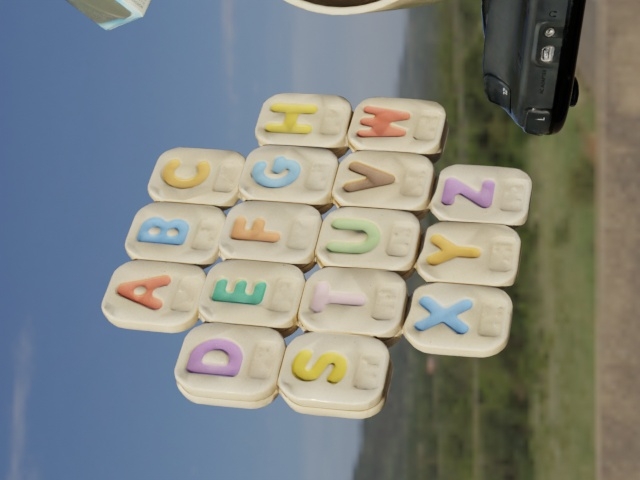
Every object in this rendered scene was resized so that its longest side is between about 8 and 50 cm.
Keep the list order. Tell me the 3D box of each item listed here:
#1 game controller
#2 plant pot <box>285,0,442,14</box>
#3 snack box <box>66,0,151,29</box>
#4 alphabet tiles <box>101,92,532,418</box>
[{"bbox_3d":[0.142,-0.224,0.998,0.166,0.067,0.319,-83,-4,-48],"label":"game controller"},{"bbox_3d":[0.097,-0.295,1.288,0.274,0.256,0.256,-2,-88,-55],"label":"plant pot"},{"bbox_3d":[-0.217,-0.312,1.103,0.060,0.322,0.187,-7,53,54],"label":"snack box"},{"bbox_3d":[0.000,0.000,1.120,0.021,0.278,0.284,80,-161,-47],"label":"alphabet tiles"}]
